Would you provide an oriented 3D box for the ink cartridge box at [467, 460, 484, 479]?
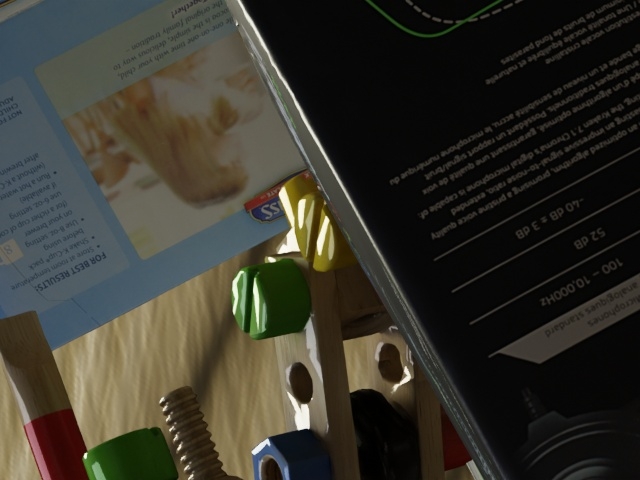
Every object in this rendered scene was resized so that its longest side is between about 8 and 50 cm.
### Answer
[{"bbox_3d":[0.161,0.146,1.219,0.198,0.114,0.273,63,179,2],"label":"ink cartridge box"}]

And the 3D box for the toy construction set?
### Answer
[{"bbox_3d":[0.000,0.000,0.857,0.257,0.308,0.237,103,145,-77],"label":"toy construction set"}]

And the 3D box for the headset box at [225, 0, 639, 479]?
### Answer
[{"bbox_3d":[0.107,0.048,0.508,0.283,0.131,0.246,62,180,29],"label":"headset box"}]

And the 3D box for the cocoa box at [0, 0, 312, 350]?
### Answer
[{"bbox_3d":[-0.113,-0.127,1.246,0.231,0.347,0.228,64,179,-34],"label":"cocoa box"}]
